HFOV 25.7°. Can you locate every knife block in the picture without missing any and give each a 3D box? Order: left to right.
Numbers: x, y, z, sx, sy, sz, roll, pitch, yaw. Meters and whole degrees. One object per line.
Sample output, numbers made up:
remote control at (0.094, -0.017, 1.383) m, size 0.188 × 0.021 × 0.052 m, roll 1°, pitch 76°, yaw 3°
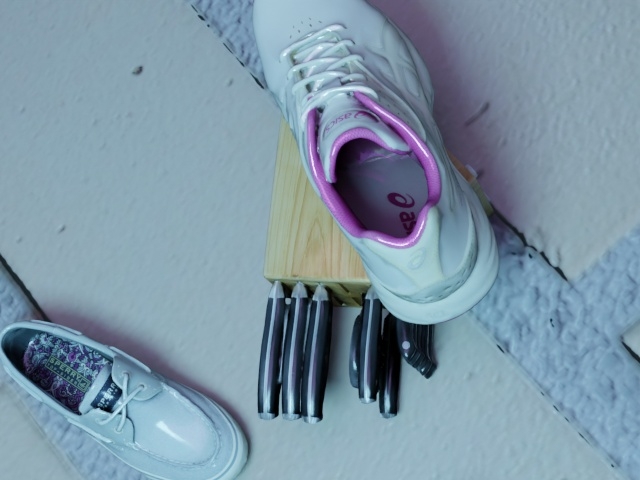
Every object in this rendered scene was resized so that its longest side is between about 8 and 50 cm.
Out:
knife block at (0.000, 0.000, 1.092) m, size 0.242 × 0.088 × 0.275 m, roll -41°, pitch 67°, yaw 1°

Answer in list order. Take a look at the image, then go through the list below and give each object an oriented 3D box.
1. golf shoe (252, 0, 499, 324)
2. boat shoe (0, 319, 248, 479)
golf shoe at (0.027, -0.091, 0.990) m, size 0.115 × 0.140 × 0.306 m, roll -32°, pitch 66°, yaw 7°
boat shoe at (-0.165, 0.128, 1.107) m, size 0.227 × 0.081 × 0.079 m, roll 25°, pitch 82°, yaw 23°
